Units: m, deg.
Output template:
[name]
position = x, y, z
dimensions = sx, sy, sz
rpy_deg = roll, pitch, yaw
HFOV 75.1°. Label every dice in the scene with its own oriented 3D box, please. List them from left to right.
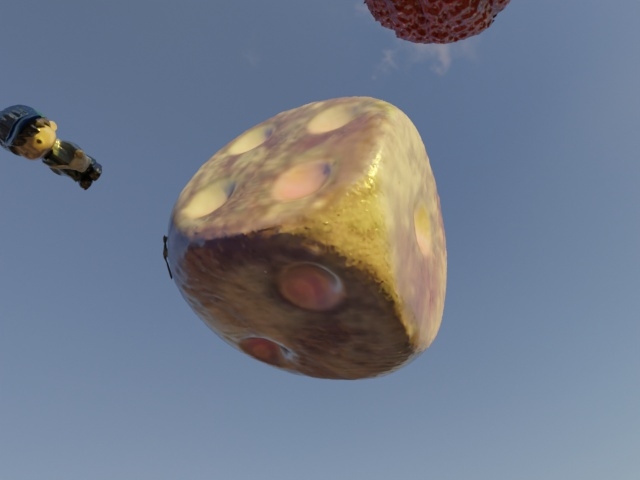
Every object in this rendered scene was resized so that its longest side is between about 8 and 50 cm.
[dice]
position = 0.000, 0.000, 0.536
dimensions = 0.272, 0.270, 0.270
rpy_deg = -7, -49, 28

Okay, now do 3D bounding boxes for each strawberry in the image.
[strawberry]
position = 0.193, -0.449, 0.676
dimensions = 0.238, 0.288, 0.250
rpy_deg = 47, -64, 9

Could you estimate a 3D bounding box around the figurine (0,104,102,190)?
[figurine]
position = -0.415, -0.145, 0.641
dimensions = 0.086, 0.087, 0.149
rpy_deg = -36, -46, 17
